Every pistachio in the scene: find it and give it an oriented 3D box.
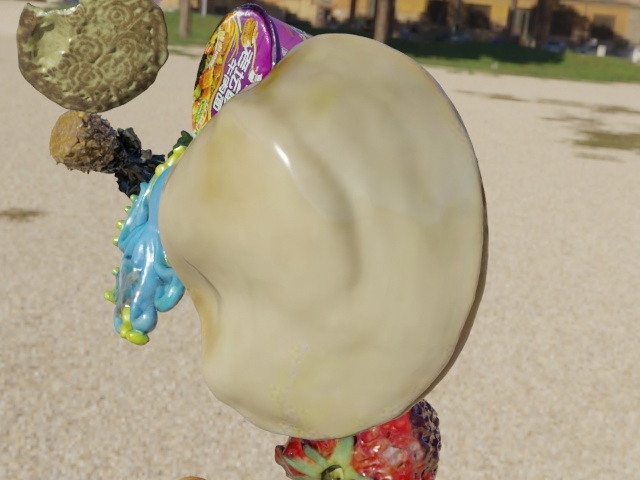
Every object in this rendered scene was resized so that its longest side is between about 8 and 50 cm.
[{"bbox_3d":[0.000,0.000,1.057,0.365,0.446,0.281,9,10,18],"label":"pistachio"}]

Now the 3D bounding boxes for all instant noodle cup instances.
[{"bbox_3d":[-0.062,-0.225,1.517,0.190,0.251,0.251,10,8,-34],"label":"instant noodle cup"}]

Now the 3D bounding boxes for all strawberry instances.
[{"bbox_3d":[0.101,0.360,1.806,0.291,0.292,0.310,13,51,34],"label":"strawberry"}]

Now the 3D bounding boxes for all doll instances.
[{"bbox_3d":[-0.248,0.003,1.582,0.098,0.341,0.346,23,6,-31],"label":"doll"}]

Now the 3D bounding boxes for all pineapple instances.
[{"bbox_3d":[-0.370,-0.151,1.726,0.119,0.111,0.237,-29,-32,28],"label":"pineapple"}]

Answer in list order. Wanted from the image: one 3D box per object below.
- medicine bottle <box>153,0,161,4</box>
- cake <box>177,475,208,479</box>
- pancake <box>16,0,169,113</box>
[{"bbox_3d":[-0.369,-0.522,1.684,0.152,0.152,0.254,11,-14,24],"label":"medicine bottle"},{"bbox_3d":[-0.202,0.421,1.569,0.084,0.044,0.084,17,22,-7],"label":"cake"},{"bbox_3d":[-0.343,-0.293,1.460,0.235,0.212,0.029,-18,37,0],"label":"pancake"}]
